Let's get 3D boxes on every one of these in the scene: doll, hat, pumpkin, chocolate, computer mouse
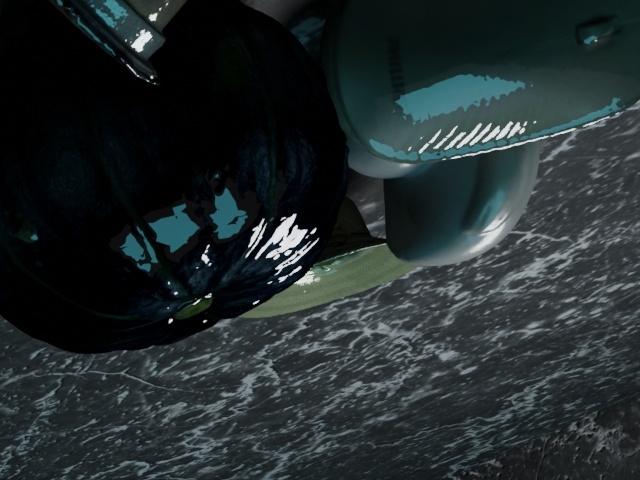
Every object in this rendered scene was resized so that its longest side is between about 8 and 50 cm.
[{"bbox_3d":[0.099,-0.096,1.667,0.221,0.221,0.251,-5,111,-31],"label":"doll"},{"bbox_3d":[0.000,0.000,1.935,0.252,0.110,0.252,-17,167,-4],"label":"hat"},{"bbox_3d":[-0.148,-0.057,1.471,0.363,0.266,0.363,-20,159,-8],"label":"pumpkin"},{"bbox_3d":[-0.150,-0.231,1.205,0.147,0.221,0.221,-48,152,10],"label":"chocolate"},{"bbox_3d":[0.163,-0.180,1.527,0.331,0.197,0.095,-13,-162,-4],"label":"computer mouse"}]

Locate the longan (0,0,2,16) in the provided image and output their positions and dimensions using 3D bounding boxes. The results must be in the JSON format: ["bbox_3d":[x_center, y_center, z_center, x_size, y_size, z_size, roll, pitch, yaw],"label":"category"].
[{"bbox_3d":[-0.319,-0.172,1.205,0.167,0.167,0.187,-36,174,37],"label":"longan"}]
